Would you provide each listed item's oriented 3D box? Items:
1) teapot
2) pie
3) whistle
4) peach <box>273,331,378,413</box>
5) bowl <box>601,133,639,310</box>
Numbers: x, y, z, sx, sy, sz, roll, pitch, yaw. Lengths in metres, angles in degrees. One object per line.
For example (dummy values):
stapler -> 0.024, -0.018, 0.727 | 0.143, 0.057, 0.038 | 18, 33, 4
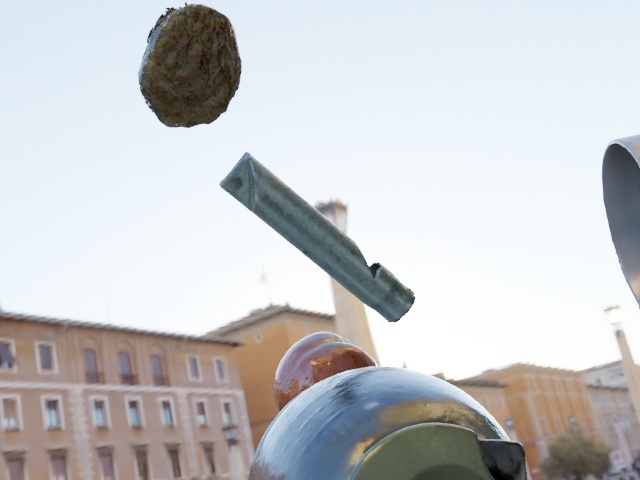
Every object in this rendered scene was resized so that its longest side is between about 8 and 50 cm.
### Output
teapot -> 0.025, 0.226, 0.688 | 0.322, 0.239, 0.239 | -12, -10, -10
pie -> -0.200, -0.264, 1.333 | 0.163, 0.193, 0.079 | 27, 1, -26
whistle -> 0.000, 0.000, 1.171 | 0.312, 0.062, 0.062 | 39, -41, -16
peach -> 0.006, 0.300, 1.724 | 0.233, 0.232, 0.232 | -11, -18, -4
bowl -> 0.516, -0.020, 1.227 | 0.144, 0.286, 0.287 | -13, -18, 4
